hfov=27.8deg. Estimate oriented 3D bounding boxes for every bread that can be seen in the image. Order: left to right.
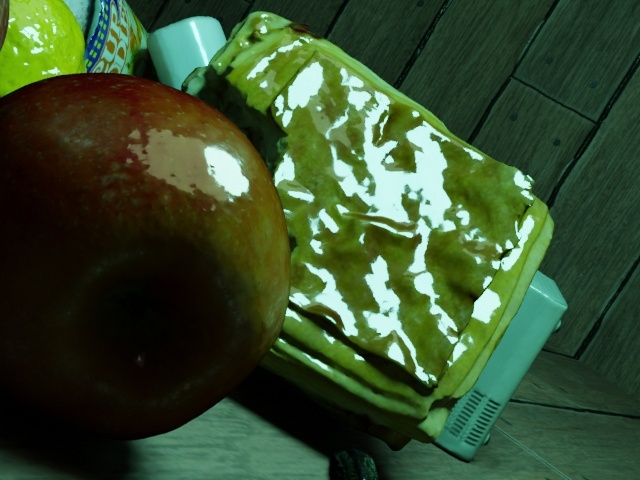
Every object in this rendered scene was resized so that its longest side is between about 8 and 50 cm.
[{"bbox_3d":[0.000,0.000,1.185,0.370,0.314,0.191,32,-28,7],"label":"bread"}]

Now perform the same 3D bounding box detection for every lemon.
[{"bbox_3d":[-0.355,-0.196,1.342,0.260,0.204,0.204,30,5,22],"label":"lemon"}]

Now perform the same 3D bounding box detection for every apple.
[{"bbox_3d":[-0.127,0.008,0.794,0.218,0.218,0.201,28,14,-27],"label":"apple"}]

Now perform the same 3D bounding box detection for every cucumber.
[{"bbox_3d":[0.028,0.180,1.001,0.033,0.034,0.135,26,7,-6],"label":"cucumber"}]

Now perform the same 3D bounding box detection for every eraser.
[{"bbox_3d":[-0.130,-0.136,1.678,0.189,0.104,0.290,-40,112,-82],"label":"eraser"}]

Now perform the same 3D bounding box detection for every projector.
[{"bbox_3d":[0.178,0.117,1.439,0.108,0.198,0.250,31,7,1],"label":"projector"}]

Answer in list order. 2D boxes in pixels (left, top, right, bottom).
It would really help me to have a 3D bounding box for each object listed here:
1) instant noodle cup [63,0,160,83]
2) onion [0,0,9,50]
[{"bbox_3d":[-0.345,-0.248,1.645,0.284,0.284,0.312,33,-1,18],"label":"instant noodle cup"},{"bbox_3d":[-0.408,-0.232,1.011,0.353,0.354,0.353,31,6,-4],"label":"onion"}]
